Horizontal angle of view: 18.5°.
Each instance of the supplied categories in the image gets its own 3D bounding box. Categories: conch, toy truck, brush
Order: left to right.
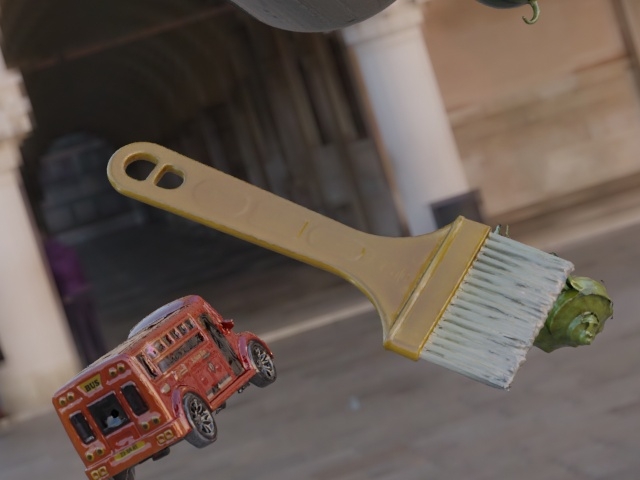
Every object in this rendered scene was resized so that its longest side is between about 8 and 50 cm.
[{"bbox_3d":[-0.134,0.124,1.728,0.107,0.114,0.252,-31,3,21],"label":"toy truck"},{"bbox_3d":[0.000,0.000,1.107,0.272,0.013,0.103,21,52,15],"label":"brush"},{"bbox_3d":[0.152,0.029,1.350,0.074,0.089,0.121,-26,49,-12],"label":"conch"}]

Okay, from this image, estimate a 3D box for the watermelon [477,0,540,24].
[{"bbox_3d":[0.166,-0.249,1.728,0.109,0.109,0.109,-17,3,1],"label":"watermelon"}]

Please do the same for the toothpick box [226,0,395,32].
[{"bbox_3d":[-0.017,-0.265,1.412,0.229,0.229,0.316,-16,-14,17],"label":"toothpick box"}]
